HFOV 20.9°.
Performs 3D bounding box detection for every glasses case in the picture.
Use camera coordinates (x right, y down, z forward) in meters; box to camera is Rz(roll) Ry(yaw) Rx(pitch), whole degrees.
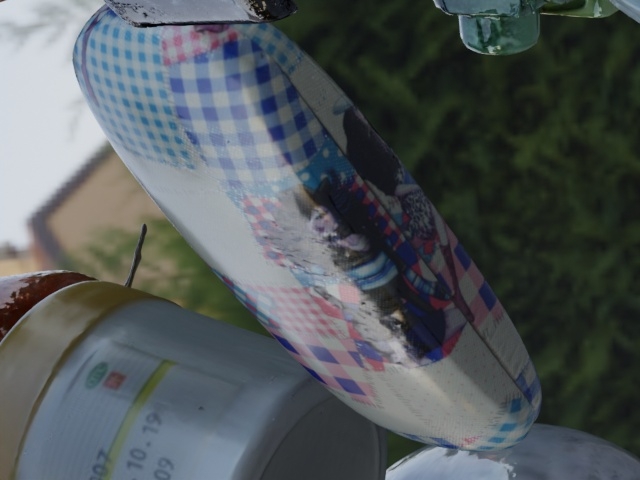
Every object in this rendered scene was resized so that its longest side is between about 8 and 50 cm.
[{"bbox_3d":[0.000,0.000,0.864,0.327,0.125,0.076,51,-124,-35],"label":"glasses case"}]

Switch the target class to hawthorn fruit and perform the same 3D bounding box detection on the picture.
[{"bbox_3d":[-0.206,0.087,1.424,0.163,0.203,0.162,62,177,6],"label":"hawthorn fruit"}]

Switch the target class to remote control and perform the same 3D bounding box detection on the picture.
[{"bbox_3d":[-0.051,-0.092,0.655,0.039,0.096,0.014,46,-117,-36],"label":"remote control"}]

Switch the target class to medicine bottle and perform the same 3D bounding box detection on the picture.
[{"bbox_3d":[-0.104,0.170,1.249,0.238,0.231,0.238,-34,-48,-48],"label":"medicine bottle"}]

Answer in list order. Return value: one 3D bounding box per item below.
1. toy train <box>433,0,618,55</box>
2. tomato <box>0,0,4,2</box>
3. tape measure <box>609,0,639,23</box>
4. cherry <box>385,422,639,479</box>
[{"bbox_3d":[0.135,-0.312,1.112,0.237,0.150,0.369,-34,-53,-46],"label":"toy train"},{"bbox_3d":[-0.214,-0.304,1.048,0.290,0.325,0.293,49,-136,-8],"label":"tomato"},{"bbox_3d":[0.075,-0.154,0.626,0.330,0.084,0.164,25,144,56],"label":"tape measure"},{"bbox_3d":[0.165,0.290,1.398,0.291,0.335,0.326,-53,-20,-13],"label":"cherry"}]
